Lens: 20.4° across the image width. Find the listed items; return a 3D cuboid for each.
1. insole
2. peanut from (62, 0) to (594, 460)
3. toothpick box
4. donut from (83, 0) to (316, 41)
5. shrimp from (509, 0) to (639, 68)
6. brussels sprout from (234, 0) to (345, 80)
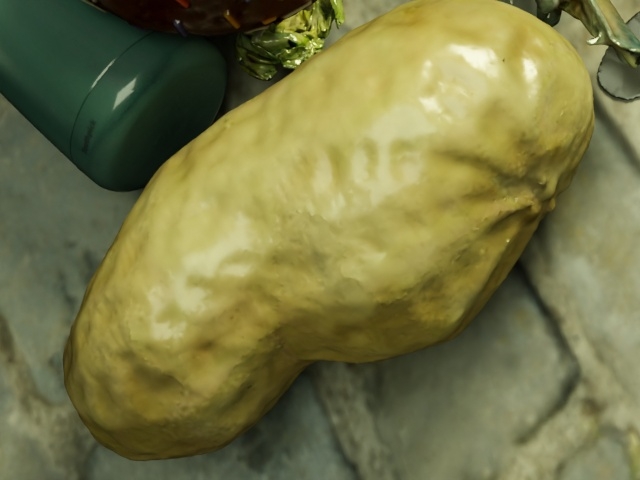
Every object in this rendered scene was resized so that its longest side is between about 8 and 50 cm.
[{"bbox_3d":[0.237,-0.148,1.130,0.053,0.002,0.152,44,97,17],"label":"insole"},{"bbox_3d":[0.000,0.000,1.099,0.387,0.169,0.192,-35,76,13],"label":"peanut"},{"bbox_3d":[-0.163,-0.128,1.186,0.184,0.120,0.120,39,95,20],"label":"toothpick box"},{"bbox_3d":[-0.083,-0.215,1.135,0.216,0.096,0.230,-4,49,-7],"label":"donut"},{"bbox_3d":[0.158,-0.276,1.096,0.247,0.085,0.360,-20,74,25],"label":"shrimp"},{"bbox_3d":[-0.025,-0.141,1.174,0.085,0.058,0.085,-5,48,6],"label":"brussels sprout"}]
